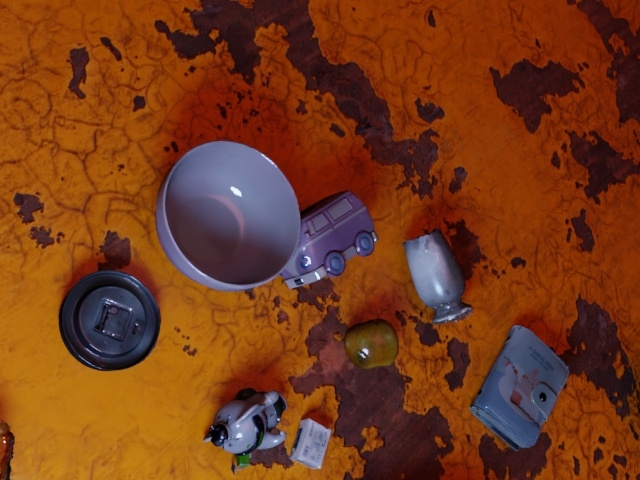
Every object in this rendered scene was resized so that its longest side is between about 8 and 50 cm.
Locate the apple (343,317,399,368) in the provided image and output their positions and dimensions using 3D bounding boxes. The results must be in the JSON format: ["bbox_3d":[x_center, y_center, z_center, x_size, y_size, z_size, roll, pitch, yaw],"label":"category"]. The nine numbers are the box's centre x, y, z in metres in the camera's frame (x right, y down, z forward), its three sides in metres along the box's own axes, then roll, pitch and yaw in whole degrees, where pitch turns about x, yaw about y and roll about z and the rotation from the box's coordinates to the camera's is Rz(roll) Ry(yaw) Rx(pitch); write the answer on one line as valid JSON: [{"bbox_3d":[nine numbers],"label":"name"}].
[{"bbox_3d":[0.107,0.215,1.985,0.114,0.099,0.102,-15,87,-39],"label":"apple"}]

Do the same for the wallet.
[{"bbox_3d":[0.457,0.336,2.195,0.176,0.075,0.250,42,57,-9],"label":"wallet"}]

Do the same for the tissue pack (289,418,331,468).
[{"bbox_3d":[-0.019,0.398,1.880,0.062,0.042,0.083,29,62,-21],"label":"tissue pack"}]

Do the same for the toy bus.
[{"bbox_3d":[0.000,0.000,1.958,0.202,0.142,0.142,-33,100,-37],"label":"toy bus"}]

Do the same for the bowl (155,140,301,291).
[{"bbox_3d":[-0.193,-0.035,1.836,0.287,0.144,0.286,10,71,-29],"label":"bowl"}]

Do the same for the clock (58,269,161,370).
[{"bbox_3d":[-0.379,0.145,1.724,0.185,0.040,0.184,10,70,-30],"label":"clock"}]

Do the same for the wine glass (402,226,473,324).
[{"bbox_3d":[0.258,0.079,2.116,0.111,0.111,0.204,-24,91,-36],"label":"wine glass"}]

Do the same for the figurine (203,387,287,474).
[{"bbox_3d":[-0.135,0.339,1.776,0.192,0.147,0.126,-15,64,-54],"label":"figurine"}]

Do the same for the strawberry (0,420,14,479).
[{"bbox_3d":[-0.561,0.380,1.505,0.140,0.085,0.192,8,70,-30],"label":"strawberry"}]
